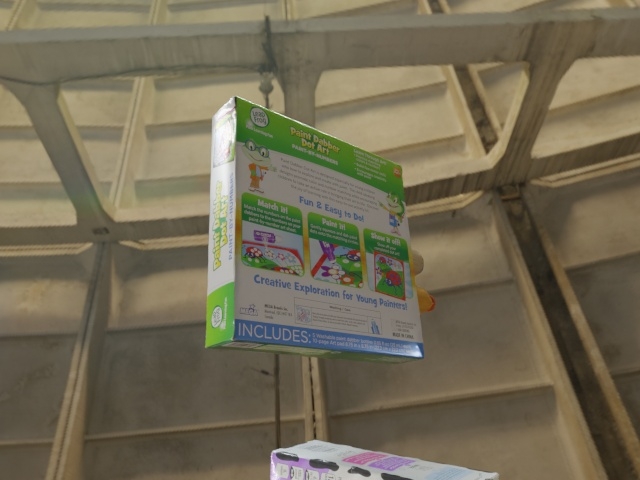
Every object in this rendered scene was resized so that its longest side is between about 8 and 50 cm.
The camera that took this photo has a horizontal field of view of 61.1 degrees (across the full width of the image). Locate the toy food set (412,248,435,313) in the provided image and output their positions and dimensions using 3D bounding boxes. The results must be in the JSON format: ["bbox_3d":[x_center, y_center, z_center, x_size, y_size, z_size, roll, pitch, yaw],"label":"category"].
[{"bbox_3d":[0.063,0.020,0.782,0.232,0.104,0.111,23,-89,35],"label":"toy food set"}]

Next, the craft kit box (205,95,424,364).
[{"bbox_3d":[0.000,0.000,0.583,0.249,0.060,0.247,15,-115,-37],"label":"craft kit box"}]

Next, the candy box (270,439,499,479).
[{"bbox_3d":[0.049,0.274,0.464,0.196,0.070,0.165,-6,-101,36],"label":"candy box"}]
